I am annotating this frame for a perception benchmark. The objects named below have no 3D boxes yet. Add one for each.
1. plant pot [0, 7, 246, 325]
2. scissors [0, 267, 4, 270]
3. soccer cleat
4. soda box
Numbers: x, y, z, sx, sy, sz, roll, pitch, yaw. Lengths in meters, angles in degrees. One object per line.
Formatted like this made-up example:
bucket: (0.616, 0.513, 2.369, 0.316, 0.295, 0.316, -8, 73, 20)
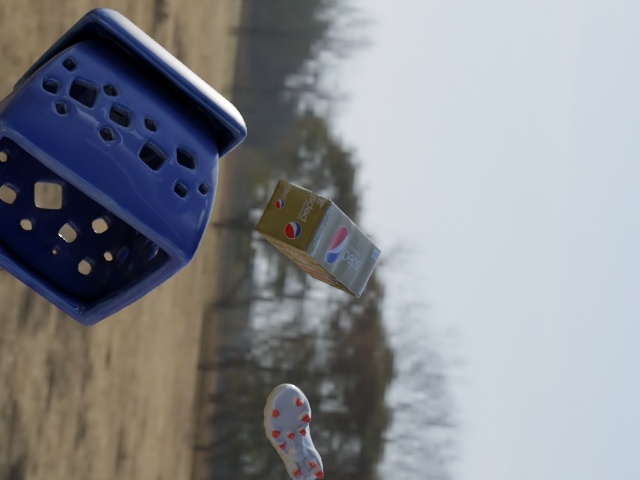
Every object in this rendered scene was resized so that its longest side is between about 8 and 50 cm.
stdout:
plant pot: (-0.230, -0.084, 1.754, 0.236, 0.236, 0.212, -30, -154, 53)
scissors: (-0.407, 0.025, 2.109, 0.109, 0.297, 0.021, -32, 112, -60)
soccer cleat: (-0.044, 0.256, 2.345, 0.076, 0.068, 0.196, -123, -168, -45)
soda box: (0.000, 0.000, 1.727, 0.058, 0.061, 0.181, -63, 156, -8)
